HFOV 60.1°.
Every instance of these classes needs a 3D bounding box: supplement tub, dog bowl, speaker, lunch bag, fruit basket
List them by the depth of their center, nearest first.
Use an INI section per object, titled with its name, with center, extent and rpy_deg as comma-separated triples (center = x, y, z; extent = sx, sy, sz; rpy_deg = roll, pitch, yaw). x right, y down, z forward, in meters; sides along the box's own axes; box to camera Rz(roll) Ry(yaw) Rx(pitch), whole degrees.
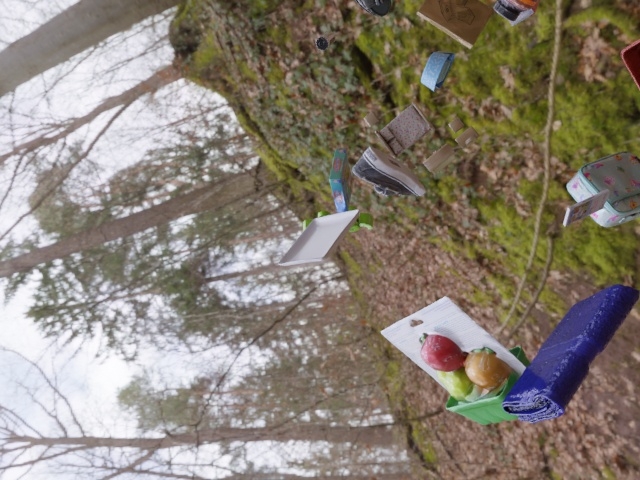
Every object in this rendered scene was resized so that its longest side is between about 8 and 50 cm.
[fruit basket]
center = 0.361, 0.294, 1.384
extent = 0.353, 0.327, 0.165
rpy_deg = 45, -122, 2
[supplement tub]
center = 0.524, -0.661, 1.395
extent = 0.106, 0.198, 0.106
rpy_deg = 20, -141, -17
[lunch bag]
center = 0.968, -0.166, 1.787
extent = 0.224, 0.279, 0.108
rpy_deg = 60, 156, 28
[speaker]
center = 0.022, -0.828, 2.290
extent = 0.136, 0.055, 0.055
rpy_deg = -64, -44, -58
[dog bowl]
center = 0.518, -0.758, 2.448
extent = 0.297, 0.074, 0.166
rpy_deg = -45, -21, -61

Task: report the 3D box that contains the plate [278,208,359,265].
[plate]
center = 0.000, 0.000, 2.114
extent = 0.045, 0.278, 0.277
rpy_deg = 52, -125, -22

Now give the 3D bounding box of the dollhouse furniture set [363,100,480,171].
[dollhouse furniture set]
center = 0.376, -0.438, 2.111
extent = 0.356, 0.303, 0.174
rpy_deg = 53, -166, 8

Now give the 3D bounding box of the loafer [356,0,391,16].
[loafer]
center = 0.119, -0.692, 1.455
extent = 0.267, 0.096, 0.084
rpy_deg = 47, -168, -46

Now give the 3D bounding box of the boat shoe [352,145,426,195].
[boat shoe]
center = 0.208, -0.183, 1.666
extent = 0.301, 0.102, 0.108
rpy_deg = 17, -145, -49

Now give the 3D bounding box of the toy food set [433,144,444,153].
[toy food set]
center = 0.526, -0.362, 2.459
extent = 0.078, 0.122, 0.019
rpy_deg = 39, 167, 8

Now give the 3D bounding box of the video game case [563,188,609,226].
[video game case]
center = 0.734, -0.090, 1.529
extent = 0.087, 0.122, 0.011
rpy_deg = 67, 177, -57

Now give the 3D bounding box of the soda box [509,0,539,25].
[soda box]
center = 0.656, -0.809, 1.779
extent = 0.092, 0.083, 0.263
rpy_deg = 46, -128, -24

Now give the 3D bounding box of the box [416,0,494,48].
[box]
center = 0.418, -0.706, 1.709
extent = 0.164, 0.201, 0.021
rpy_deg = -59, 3, -18

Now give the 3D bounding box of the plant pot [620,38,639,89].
[plant pot]
center = 0.943, -0.432, 1.298
extent = 0.267, 0.235, 0.267
rpy_deg = 60, 167, 0

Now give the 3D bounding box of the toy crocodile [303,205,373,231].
[toy crocodile]
center = 0.083, -0.079, 2.628
extent = 0.105, 0.340, 0.115
rpy_deg = 72, -170, -62

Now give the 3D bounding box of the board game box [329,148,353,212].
[board game box]
center = 0.085, -0.234, 2.207
extent = 0.210, 0.047, 0.160
rpy_deg = 73, -156, -53

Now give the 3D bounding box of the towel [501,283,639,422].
[towel]
center = 0.515, 0.237, 1.130
extent = 0.308, 0.076, 0.228
rpy_deg = -46, -10, -18
